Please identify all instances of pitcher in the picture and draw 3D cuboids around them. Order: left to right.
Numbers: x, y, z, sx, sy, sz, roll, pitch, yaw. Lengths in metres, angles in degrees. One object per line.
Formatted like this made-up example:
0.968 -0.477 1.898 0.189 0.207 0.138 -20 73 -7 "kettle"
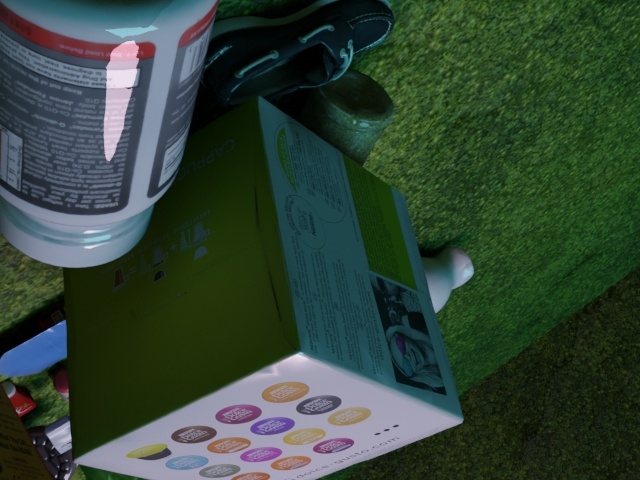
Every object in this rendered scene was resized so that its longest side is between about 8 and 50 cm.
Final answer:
0.203 0.101 2.199 0.177 0.126 0.207 -38 173 39 "pitcher"

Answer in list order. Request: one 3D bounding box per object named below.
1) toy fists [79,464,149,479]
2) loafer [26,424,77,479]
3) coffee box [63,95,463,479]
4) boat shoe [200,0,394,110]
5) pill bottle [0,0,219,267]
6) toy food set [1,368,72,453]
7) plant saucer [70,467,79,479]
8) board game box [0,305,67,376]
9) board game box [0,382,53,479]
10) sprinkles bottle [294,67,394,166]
-0.336 0.389 1.932 0.096 0.142 0.279 -4 141 -52 "toy fists"
-0.530 0.406 1.752 0.366 0.134 0.130 -36 -174 22 "loafer"
-0.082 0.091 1.295 0.337 0.338 0.334 -28 145 27 "coffee box"
-0.019 -0.226 1.285 0.302 0.091 0.114 -23 154 -28 "boat shoe"
-0.224 -0.144 1.001 0.210 0.210 0.363 -22 153 -31 "pill bottle"
-0.436 0.268 1.601 0.232 0.111 0.104 -29 156 -12 "toy food set"
-0.502 0.477 1.824 0.241 0.037 0.241 -38 -167 11 "plant saucer"
-0.393 0.140 1.528 0.168 0.033 0.133 -29 161 -6 "board game box"
-0.554 0.321 1.224 0.356 0.356 0.356 -36 157 0 "board game box"
-0.021 -0.080 1.510 0.121 0.121 0.355 -15 146 -41 "sprinkles bottle"
